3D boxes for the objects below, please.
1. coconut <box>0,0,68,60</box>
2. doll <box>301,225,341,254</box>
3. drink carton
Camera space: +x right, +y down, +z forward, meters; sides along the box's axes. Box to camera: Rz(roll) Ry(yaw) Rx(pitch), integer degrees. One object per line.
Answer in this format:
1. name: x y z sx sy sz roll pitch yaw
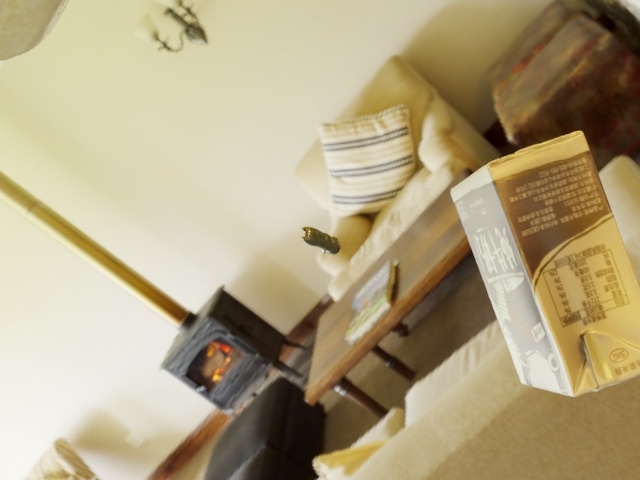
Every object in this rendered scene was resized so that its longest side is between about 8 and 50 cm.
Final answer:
1. coconut: -0.435 -0.379 0.885 0.323 0.323 0.323 -49 11 13
2. doll: 0.000 0.000 1.380 0.027 0.125 0.037 -11 70 32
3. drink carton: 0.220 0.027 0.703 0.101 0.222 0.134 -19 -4 -8
